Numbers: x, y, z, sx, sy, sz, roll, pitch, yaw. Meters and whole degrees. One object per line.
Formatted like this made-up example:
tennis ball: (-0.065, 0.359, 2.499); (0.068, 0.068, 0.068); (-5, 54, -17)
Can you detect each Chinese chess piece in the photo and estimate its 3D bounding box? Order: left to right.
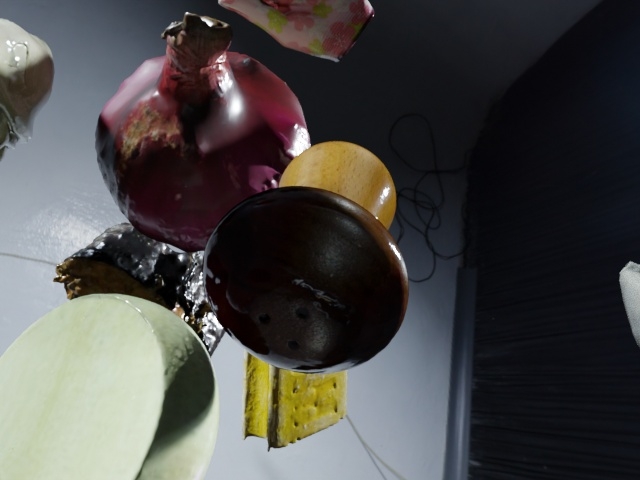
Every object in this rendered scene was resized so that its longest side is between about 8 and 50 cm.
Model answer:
Chinese chess piece: (-0.217, 0.175, 0.424); (0.101, 0.251, 0.250); (51, 46, -54)

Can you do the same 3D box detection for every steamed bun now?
steamed bun: (-0.567, -0.211, 0.650); (0.310, 0.324, 0.219); (-6, 107, -17)

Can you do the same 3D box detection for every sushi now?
sushi: (-0.332, 0.120, 0.897); (0.348, 0.234, 0.207); (47, 19, -17)

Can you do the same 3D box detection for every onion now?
onion: (-0.208, -0.197, 0.752); (0.399, 0.420, 0.397); (0, 68, 1)

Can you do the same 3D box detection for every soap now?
soap: (-0.061, 0.340, 1.187); (0.294, 0.156, 0.334); (3, 87, -44)

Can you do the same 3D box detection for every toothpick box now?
toothpick box: (0.000, 0.000, 0.479); (0.192, 0.192, 0.294); (40, 30, -12)

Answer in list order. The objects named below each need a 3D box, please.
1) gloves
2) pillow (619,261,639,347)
gloves: (-0.045, -0.361, 0.622); (0.241, 0.145, 0.126); (35, 30, -19)
pillow: (0.240, 0.098, 0.235); (0.169, 0.059, 0.255); (48, 20, 9)
